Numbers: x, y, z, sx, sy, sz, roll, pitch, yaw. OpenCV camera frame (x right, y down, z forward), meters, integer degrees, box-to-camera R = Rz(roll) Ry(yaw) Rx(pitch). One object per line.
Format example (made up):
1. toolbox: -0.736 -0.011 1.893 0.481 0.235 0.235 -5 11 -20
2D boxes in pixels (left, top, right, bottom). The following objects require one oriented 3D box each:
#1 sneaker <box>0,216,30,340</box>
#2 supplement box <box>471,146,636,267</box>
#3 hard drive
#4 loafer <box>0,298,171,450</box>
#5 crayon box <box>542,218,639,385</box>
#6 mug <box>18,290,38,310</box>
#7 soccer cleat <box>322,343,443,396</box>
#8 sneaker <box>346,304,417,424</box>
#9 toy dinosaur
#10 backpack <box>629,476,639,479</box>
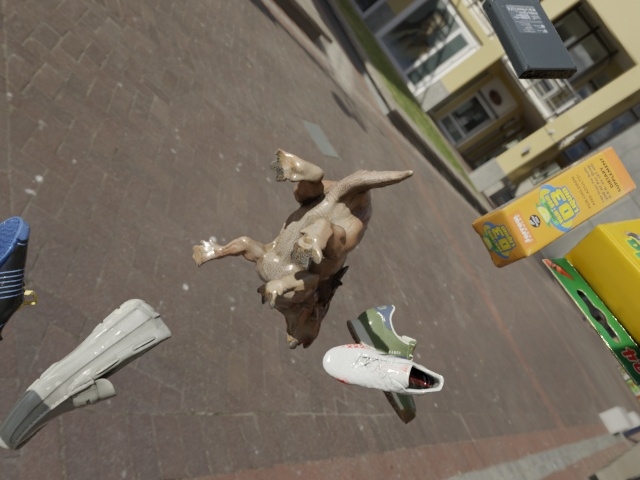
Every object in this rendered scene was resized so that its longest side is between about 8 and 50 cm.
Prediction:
1. sneaker: -0.586 0.074 0.943 0.090 0.082 0.232 52 52 -58
2. supplement box: 0.335 -0.049 0.734 0.078 0.234 0.080 61 -19 3
3. hard drive: 0.294 -0.285 0.720 0.094 0.022 0.135 -7 67 -21
4. loafer: -0.404 0.241 0.893 0.111 0.319 0.112 44 -21 0
5. crayon box: 0.492 0.066 0.716 0.319 0.081 0.202 -8 54 -29
6. mug: -0.653 0.124 1.087 0.078 0.064 0.062 27 44 14
7. soccer cleat: 0.043 0.088 0.345 0.083 0.036 0.029 18 72 -14
8. sneaker: 0.122 0.189 0.809 0.192 0.086 0.064 61 -10 -6
9. toy dinosaur: 0.000 0.000 0.586 0.200 0.295 0.127 0 49 -53
10. backpack: 0.234 0.314 0.305 0.213 0.263 0.276 34 -20 44
